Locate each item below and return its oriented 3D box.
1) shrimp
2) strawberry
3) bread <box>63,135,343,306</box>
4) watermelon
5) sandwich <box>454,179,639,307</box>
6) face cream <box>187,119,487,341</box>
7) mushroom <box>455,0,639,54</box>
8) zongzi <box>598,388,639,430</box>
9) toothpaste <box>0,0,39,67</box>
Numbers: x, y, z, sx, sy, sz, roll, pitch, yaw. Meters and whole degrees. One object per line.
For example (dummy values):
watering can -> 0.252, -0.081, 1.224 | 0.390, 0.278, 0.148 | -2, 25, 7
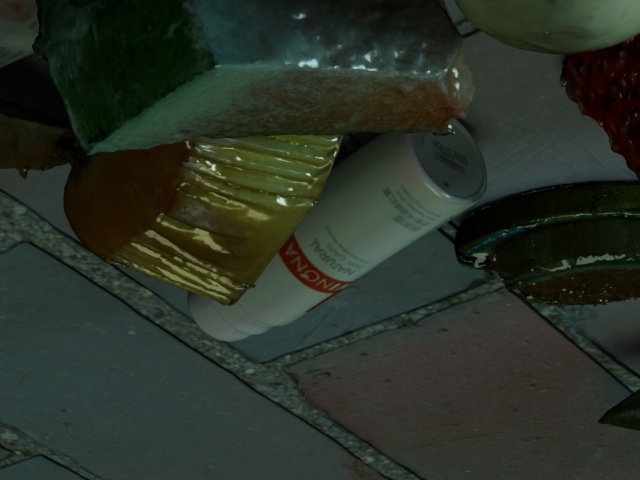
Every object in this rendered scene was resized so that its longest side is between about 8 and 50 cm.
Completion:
shrimp -> -0.298, -0.085, 1.343 | 0.154, 0.062, 0.294 | -6, 172, 36
strawberry -> 0.289, -0.107, 1.250 | 0.233, 0.178, 0.234 | 5, 140, 4
bread -> -0.103, -0.081, 1.288 | 0.156, 0.204, 0.288 | 14, 148, -22
watermelon -> -0.042, -0.205, 1.091 | 0.302, 0.264, 0.151 | -2, 160, -11
sandwich -> 0.242, 0.016, 1.508 | 0.235, 0.079, 0.159 | 4, 145, -2
face cream -> 0.000, 0.000, 1.486 | 0.102, 0.102, 0.345 | 26, 138, -29
mushroom -> 0.154, -0.250, 1.028 | 0.234, 0.254, 0.260 | 34, -176, 32
zongzi -> 0.512, 0.181, 1.653 | 0.360, 0.160, 0.323 | -27, 134, 35
toothpaste -> -0.288, -0.157, 1.280 | 0.323, 0.066, 0.100 | -18, 139, 39
